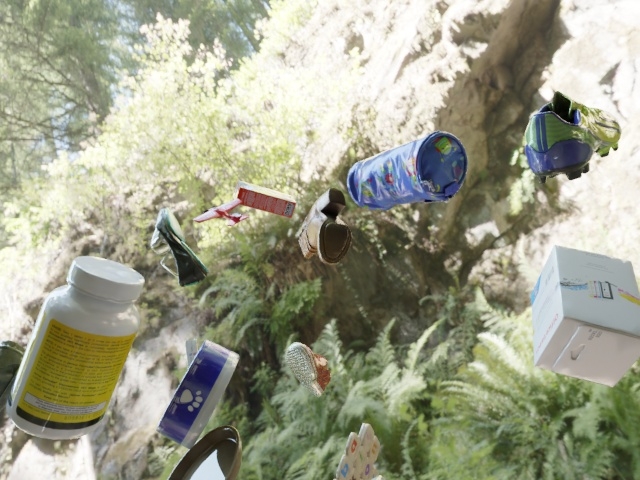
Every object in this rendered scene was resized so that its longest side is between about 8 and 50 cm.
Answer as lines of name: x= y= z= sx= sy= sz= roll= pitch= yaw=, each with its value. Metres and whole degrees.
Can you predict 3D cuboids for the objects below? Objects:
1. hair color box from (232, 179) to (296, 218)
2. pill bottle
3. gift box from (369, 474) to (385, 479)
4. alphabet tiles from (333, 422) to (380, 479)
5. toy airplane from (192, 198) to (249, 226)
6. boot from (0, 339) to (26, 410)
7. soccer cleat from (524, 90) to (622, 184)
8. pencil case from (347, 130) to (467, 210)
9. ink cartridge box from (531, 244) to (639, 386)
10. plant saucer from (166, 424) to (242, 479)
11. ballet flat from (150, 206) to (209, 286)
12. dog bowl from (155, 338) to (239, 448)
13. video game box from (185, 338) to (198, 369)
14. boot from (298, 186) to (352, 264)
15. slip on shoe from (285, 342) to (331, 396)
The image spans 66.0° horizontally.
hair color box: x=-0.162 y=-0.119 z=1.420 sx=0.167 sy=0.093 sz=0.053 roll=15 pitch=-76 yaw=-20
pill bottle: x=-0.488 y=0.211 z=1.009 sx=0.188 sy=0.188 sz=0.333 roll=18 pitch=-83 yaw=-45
gift box: x=-0.012 y=0.462 z=0.586 sx=0.255 sy=0.276 sz=0.258 roll=-49 pitch=-20 yaw=25
alphabet tiles: x=0.084 y=0.614 z=1.229 sx=0.021 sy=0.284 sz=0.278 roll=5 pitch=-41 yaw=29
toy airplane: x=-0.243 y=-0.067 z=1.261 sx=0.151 sy=0.151 sz=0.028 roll=-17 pitch=-64 yaw=-15
boot: x=-0.698 y=0.350 z=1.083 sx=0.076 sy=0.208 sz=0.189 roll=-11 pitch=-45 yaw=18
soccer cleat: x=0.397 y=-0.180 z=0.765 sx=0.093 sy=0.121 sz=0.289 roll=-5 pitch=19 yaw=44
pencil case: x=0.171 y=-0.129 z=1.015 sx=0.119 sy=0.133 sz=0.306 roll=-20 pitch=6 yaw=-22
ink cartridge box: x=0.569 y=0.159 z=1.067 sx=0.168 sy=0.232 sz=0.171 roll=13 pitch=-48 yaw=11
plant saucer: x=-0.293 y=0.590 z=1.220 sx=0.278 sy=0.278 sz=0.041 roll=-38 pitch=-71 yaw=13
ballet flat: x=-0.403 y=0.018 z=1.340 sx=0.096 sy=0.280 sz=0.095 roll=-35 pitch=-35 yaw=-8
dog bowl: x=-0.322 y=0.400 z=1.304 sx=0.104 sy=0.265 sz=0.265 roll=29 pitch=-56 yaw=-5
video game box: x=-0.466 y=0.498 z=1.843 sx=0.048 sy=0.187 sz=0.205 roll=-10 pitch=-35 yaw=-15
boot: x=0.000 y=0.000 z=1.054 sx=0.073 sy=0.197 sz=0.152 roll=23 pitch=-42 yaw=-18
slip on shoe: x=-0.031 y=0.412 z=1.629 sx=0.101 sy=0.123 sz=0.331 roll=-50 pitch=-32 yaw=-22
